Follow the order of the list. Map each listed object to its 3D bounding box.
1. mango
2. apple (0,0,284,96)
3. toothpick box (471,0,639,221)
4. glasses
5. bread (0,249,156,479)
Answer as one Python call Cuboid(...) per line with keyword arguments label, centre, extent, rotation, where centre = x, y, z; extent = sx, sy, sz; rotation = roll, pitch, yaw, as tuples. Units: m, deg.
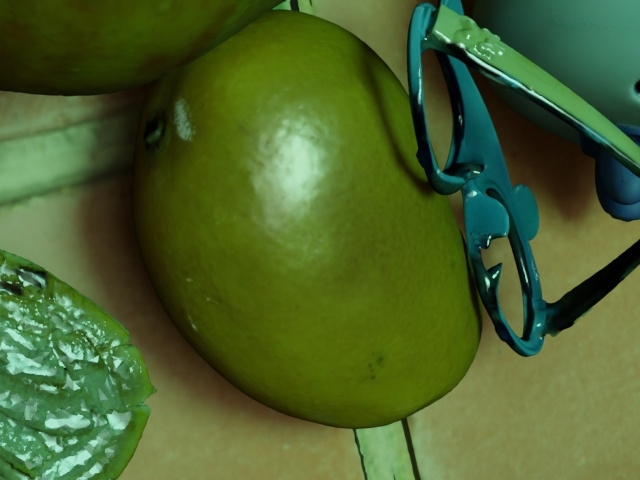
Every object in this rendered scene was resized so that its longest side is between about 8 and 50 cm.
Cuboid(label="mango", centre=(-0.006, 0.001, 0.763), extent=(0.175, 0.139, 0.255), rotation=(-37, 113, -24))
Cuboid(label="apple", centre=(-0.113, -0.260, 0.595), extent=(0.400, 0.333, 0.401), rotation=(-1, 93, -28))
Cuboid(label="toothpick box", centre=(0.224, -0.188, 0.837), extent=(0.263, 0.263, 0.355), rotation=(20, 83, -26))
Cuboid(label="glasses", centre=(0.133, -0.017, 0.727), extent=(0.102, 0.207, 0.239), rotation=(-46, 131, -20))
Cuboid(label="bread", centre=(-0.162, 0.072, 0.725), extent=(0.156, 0.064, 0.117), rotation=(34, 74, -25))
